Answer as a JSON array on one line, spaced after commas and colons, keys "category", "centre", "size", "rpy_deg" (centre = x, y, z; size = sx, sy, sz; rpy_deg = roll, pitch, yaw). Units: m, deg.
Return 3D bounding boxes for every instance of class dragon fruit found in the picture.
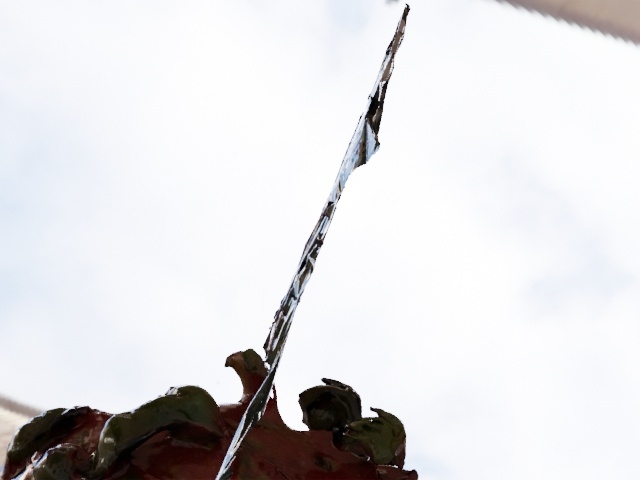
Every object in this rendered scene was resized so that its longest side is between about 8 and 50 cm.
[{"category": "dragon fruit", "centre": [-0.050, 0.125, 0.749], "size": [0.172, 0.160, 0.166], "rpy_deg": [-6, -128, -27]}]

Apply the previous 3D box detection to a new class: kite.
[{"category": "kite", "centre": [0.000, 0.000, 0.443], "size": [0.011, 0.139, 0.157], "rpy_deg": [21, -124, 1]}]
